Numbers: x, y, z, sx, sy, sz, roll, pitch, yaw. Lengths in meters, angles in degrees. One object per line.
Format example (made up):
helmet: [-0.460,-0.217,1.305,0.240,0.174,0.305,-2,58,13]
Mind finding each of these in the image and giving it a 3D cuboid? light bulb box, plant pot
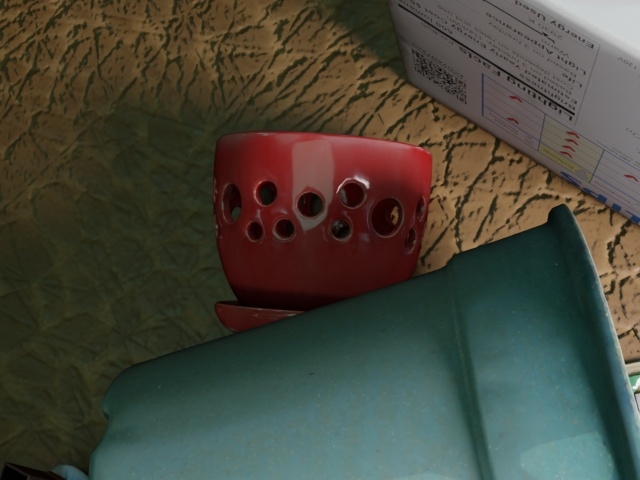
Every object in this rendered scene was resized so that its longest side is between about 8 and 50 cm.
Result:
light bulb box: [0.250,-0.180,0.761,0.358,0.361,0.225,34,88,13]
plant pot: [0.000,0.000,0.873,0.191,0.191,0.174,1,89,11]
plant pot: [0.043,0.178,0.697,0.334,0.341,0.341,-13,80,10]

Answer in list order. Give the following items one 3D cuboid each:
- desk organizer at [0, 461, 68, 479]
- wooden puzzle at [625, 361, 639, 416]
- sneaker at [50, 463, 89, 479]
desk organizer: [-0.264,0.260,0.855,0.047,0.050,0.130,10,76,44]
wooden puzzle: [0.286,0.144,0.886,0.116,0.014,0.079,-20,79,7]
sneaker: [-0.122,0.296,0.861,0.365,0.135,0.150,16,86,21]
